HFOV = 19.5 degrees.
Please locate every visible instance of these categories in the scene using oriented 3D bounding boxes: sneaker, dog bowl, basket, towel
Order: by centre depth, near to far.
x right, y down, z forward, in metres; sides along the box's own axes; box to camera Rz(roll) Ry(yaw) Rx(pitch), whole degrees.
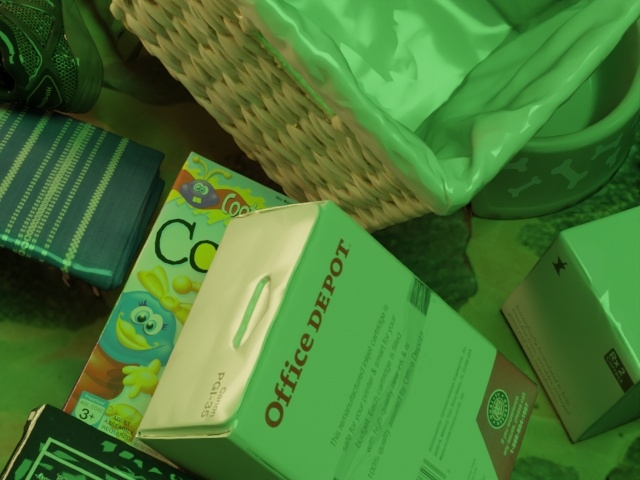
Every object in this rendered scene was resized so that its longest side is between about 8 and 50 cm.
[{"bbox_3d":[0.055,-0.222,1.547,0.328,0.266,0.331,47,70,-7],"label":"basket"},{"bbox_3d":[-0.303,-0.069,1.571,0.336,0.040,0.243,20,27,-5],"label":"towel"},{"bbox_3d":[-0.291,-0.208,1.661,0.130,0.087,0.227,-1,53,-39],"label":"sneaker"},{"bbox_3d":[0.169,-0.195,1.815,0.349,0.102,0.348,7,61,-13],"label":"dog bowl"}]

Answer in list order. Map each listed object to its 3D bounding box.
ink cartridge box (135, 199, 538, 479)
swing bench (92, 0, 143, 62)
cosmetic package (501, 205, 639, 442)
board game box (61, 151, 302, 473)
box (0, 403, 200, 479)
[{"bbox_3d":[0.022,0.130,1.437,0.283,0.117,0.207,41,58,-33],"label":"ink cartridge box"},{"bbox_3d":[-0.129,-0.345,1.745,0.255,0.165,0.253,-29,84,-30],"label":"swing bench"},{"bbox_3d":[0.294,0.065,1.679,0.184,0.151,0.151,-17,68,-25],"label":"cosmetic package"},{"bbox_3d":[-0.110,0.091,1.542,0.144,0.142,0.275,25,58,-3],"label":"board game box"},{"bbox_3d":[-0.153,0.333,1.369,0.296,0.182,0.294,27,57,1],"label":"box"}]
